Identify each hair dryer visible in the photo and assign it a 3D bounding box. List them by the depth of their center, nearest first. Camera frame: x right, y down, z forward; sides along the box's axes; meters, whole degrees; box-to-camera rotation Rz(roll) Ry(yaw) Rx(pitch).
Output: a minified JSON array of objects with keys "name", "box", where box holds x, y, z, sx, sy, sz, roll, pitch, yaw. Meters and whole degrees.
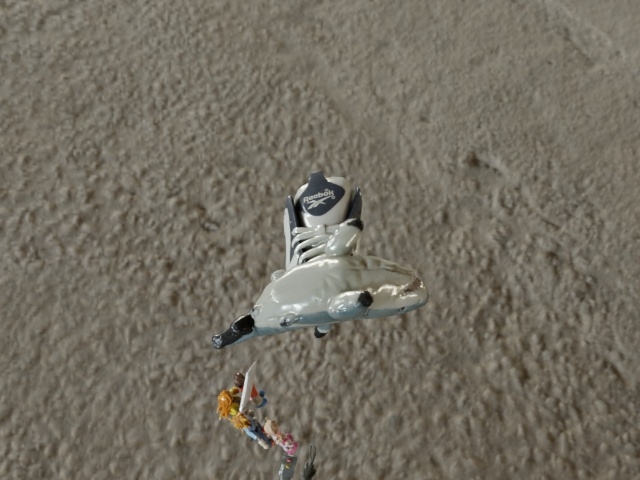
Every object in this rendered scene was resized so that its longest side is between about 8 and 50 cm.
[{"name":"hair dryer","box":[-0.033,0.596,1.775,0.080,0.223,0.293,2,81,19]}]

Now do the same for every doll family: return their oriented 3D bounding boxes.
[{"name":"doll family","box":[-0.176,0.444,2.035,0.118,0.163,0.263,-40,49,-4]}]

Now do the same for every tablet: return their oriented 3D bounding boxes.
[{"name":"tablet","box":[-0.098,0.199,1.122,0.006,0.054,0.083,11,3,3]}]

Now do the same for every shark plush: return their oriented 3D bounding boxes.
[{"name":"shark plush","box":[-0.006,0.056,0.585,0.161,0.067,0.073,-31,47,12]}]

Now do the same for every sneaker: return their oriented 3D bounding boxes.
[{"name":"sneaker","box":[0.000,0.000,0.865,0.094,0.235,0.153,-7,90,8]}]
